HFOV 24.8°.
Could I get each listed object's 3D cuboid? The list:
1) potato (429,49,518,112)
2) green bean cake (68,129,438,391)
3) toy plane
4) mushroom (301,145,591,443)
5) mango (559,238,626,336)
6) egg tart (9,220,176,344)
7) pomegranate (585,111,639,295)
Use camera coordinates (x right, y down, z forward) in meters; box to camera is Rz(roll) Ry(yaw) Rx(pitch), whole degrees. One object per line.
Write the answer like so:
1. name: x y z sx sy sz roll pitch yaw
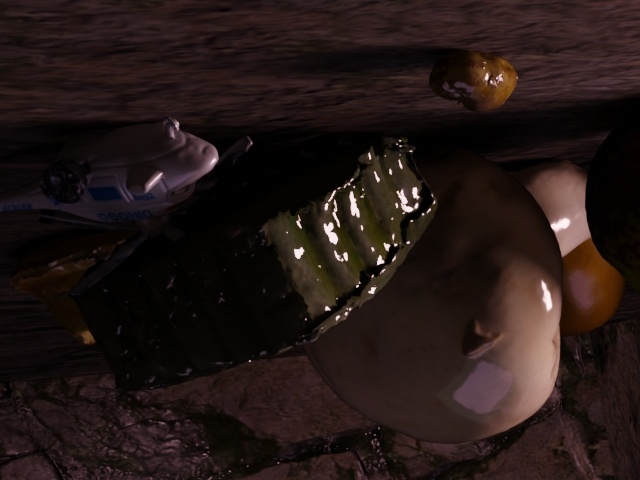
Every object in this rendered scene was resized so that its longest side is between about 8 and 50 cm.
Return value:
1. potato: 0.116 -0.117 1.069 0.046 0.045 0.092 29 -168 34
2. green bean cake: -0.048 0.013 1.218 0.255 0.132 0.241 -18 -167 36
3. toy plane: -0.202 -0.048 1.166 0.273 0.107 0.182 7 -135 35
4. mushroom: 0.150 0.034 1.451 0.336 0.314 0.314 -27 -177 -33
5. mango: 0.291 0.031 1.770 0.139 0.175 0.254 -47 177 -13
6. egg tart: -0.204 0.054 1.650 0.290 0.115 0.290 -7 169 -1
7. pomegranate: 0.364 -0.051 1.334 0.248 0.214 0.214 -50 152 23
